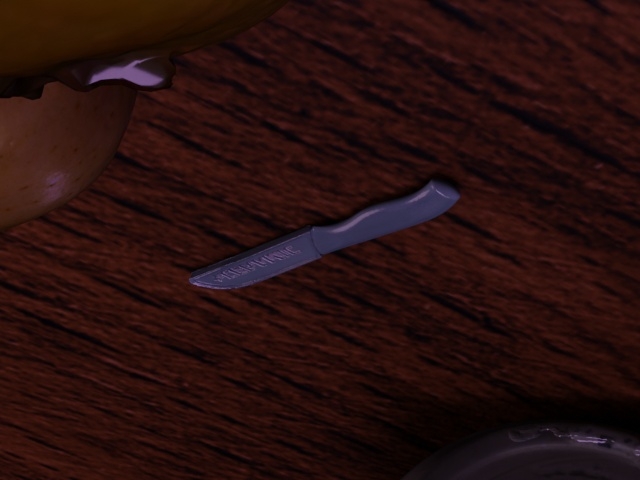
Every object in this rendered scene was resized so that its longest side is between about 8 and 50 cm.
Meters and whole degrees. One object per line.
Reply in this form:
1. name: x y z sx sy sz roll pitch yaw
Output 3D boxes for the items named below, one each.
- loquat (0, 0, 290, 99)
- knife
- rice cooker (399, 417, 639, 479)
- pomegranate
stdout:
1. loquat: -0.125 -0.215 0.508 0.328 0.328 0.359 -1 96 11
2. knife: 0.000 0.000 0.943 0.210 0.015 0.028 -21 139 31
3. rice cooker: 0.183 0.333 1.069 0.335 0.335 0.325 2 138 7
4. pomegranate: -0.190 -0.090 0.741 0.191 0.191 0.191 5 140 4
